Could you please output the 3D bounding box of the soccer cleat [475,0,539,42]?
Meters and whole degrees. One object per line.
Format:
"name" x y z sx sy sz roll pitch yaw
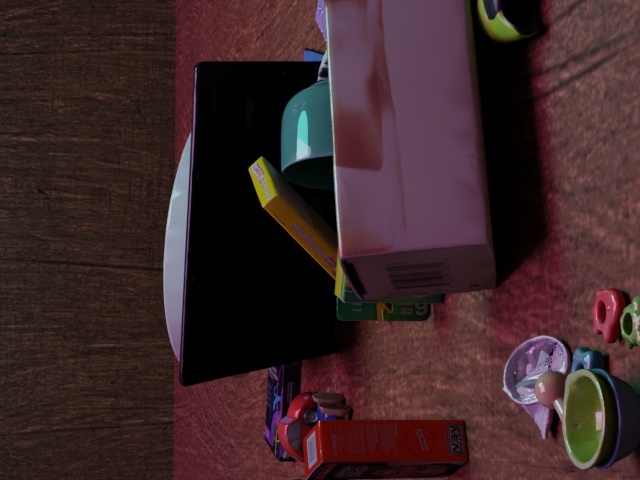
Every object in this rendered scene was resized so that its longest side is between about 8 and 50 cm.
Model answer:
"soccer cleat" 0.158 -0.251 1.096 0.072 0.060 0.178 -158 63 -66

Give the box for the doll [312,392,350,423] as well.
"doll" 0.006 0.294 1.698 0.129 0.046 0.188 -131 44 -72

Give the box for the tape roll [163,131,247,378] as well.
"tape roll" -0.117 -0.004 1.851 0.392 0.072 0.391 6 -90 -77

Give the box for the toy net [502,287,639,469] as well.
"toy net" 0.178 0.096 0.989 0.232 0.045 0.122 171 99 -77

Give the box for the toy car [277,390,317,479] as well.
"toy car" -0.031 0.355 1.831 0.225 0.053 0.239 -108 23 -55

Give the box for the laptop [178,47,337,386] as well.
"laptop" -0.088 -0.052 1.751 0.236 0.408 0.381 14 105 42

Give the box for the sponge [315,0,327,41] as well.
"sponge" 0.033 -0.346 1.675 0.117 0.031 0.210 -108 23 -54

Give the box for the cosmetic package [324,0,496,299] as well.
"cosmetic package" 0.077 -0.110 1.173 0.153 0.129 0.296 62 -155 -70

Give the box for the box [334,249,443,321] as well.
"box" 0.071 -0.005 1.323 0.043 0.105 0.179 -135 47 -73

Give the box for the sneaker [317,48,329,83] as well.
"sneaker" 0.029 -0.182 1.577 0.094 0.082 0.208 -93 14 -49

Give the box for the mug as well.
"mug" 0.034 -0.121 1.483 0.129 0.158 0.097 46 -138 -69

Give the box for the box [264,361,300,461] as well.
"box" -0.058 0.237 2.010 0.116 0.029 0.162 -149 63 -75

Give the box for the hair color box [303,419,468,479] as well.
"hair color box" 0.060 0.197 1.268 0.072 0.141 0.043 119 149 -64

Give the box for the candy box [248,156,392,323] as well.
"candy box" 0.000 0.000 1.498 0.027 0.206 0.105 -41 27 7
